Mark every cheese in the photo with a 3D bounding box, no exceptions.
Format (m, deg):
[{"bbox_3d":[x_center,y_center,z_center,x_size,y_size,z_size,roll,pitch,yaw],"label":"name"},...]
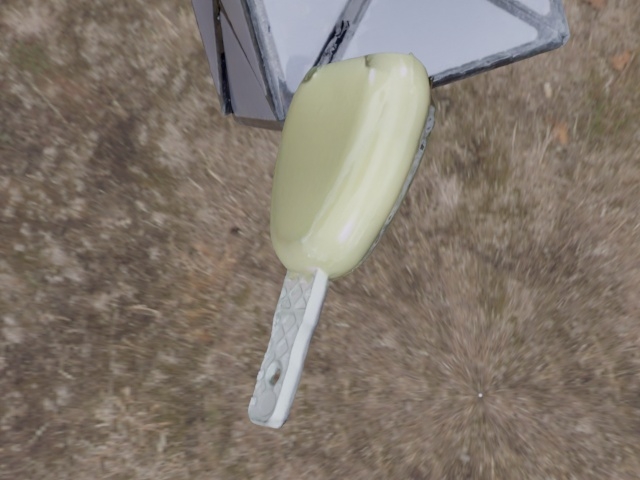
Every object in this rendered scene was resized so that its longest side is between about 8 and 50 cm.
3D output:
[{"bbox_3d":[0.000,0.000,0.869,0.054,0.127,0.251,25,75,-31],"label":"cheese"}]

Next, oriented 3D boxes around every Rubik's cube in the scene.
[{"bbox_3d":[0.024,-0.246,1.114,0.260,0.259,0.255,-20,100,-14],"label":"Rubik's cube"}]
